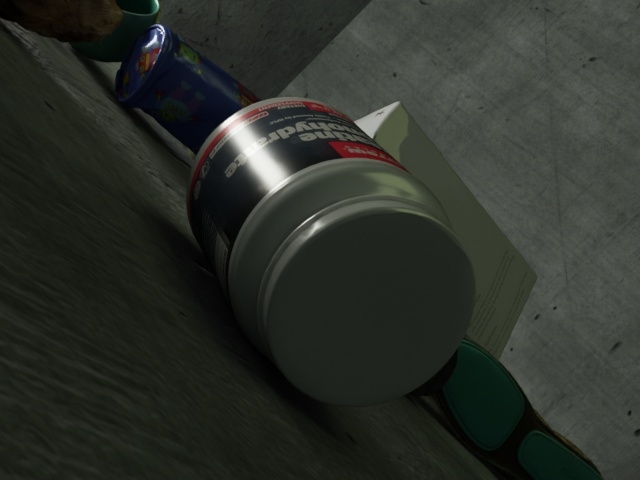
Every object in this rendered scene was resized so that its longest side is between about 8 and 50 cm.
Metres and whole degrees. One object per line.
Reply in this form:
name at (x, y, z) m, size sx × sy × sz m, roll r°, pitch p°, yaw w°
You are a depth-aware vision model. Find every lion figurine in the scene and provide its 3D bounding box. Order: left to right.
lion figurine at (-0.353, -0.306, 1.017) m, size 0.240 × 0.142 × 0.392 m, roll 53°, pitch 19°, yaw 5°

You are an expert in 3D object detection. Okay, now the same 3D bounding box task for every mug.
mug at (-0.304, -0.317, 1.439) m, size 0.129 × 0.097 × 0.158 m, roll 13°, pitch 34°, yaw -29°

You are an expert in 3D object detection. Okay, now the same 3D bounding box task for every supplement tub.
supplement tub at (0.000, 0.000, 0.883) m, size 0.191 × 0.191 × 0.272 m, roll 43°, pitch 4°, yaw -30°

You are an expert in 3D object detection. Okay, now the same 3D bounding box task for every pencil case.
pencil case at (-0.147, -0.167, 1.434) m, size 0.306 × 0.133 × 0.119 m, roll 36°, pitch 34°, yaw -35°

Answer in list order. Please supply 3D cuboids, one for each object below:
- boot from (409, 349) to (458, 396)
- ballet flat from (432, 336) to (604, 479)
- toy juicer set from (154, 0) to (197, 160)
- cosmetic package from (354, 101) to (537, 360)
boot at (0.042, 0.052, 1.389) m, size 0.338 × 0.118 × 0.223 m, roll 50°, pitch -3°, yaw -8°
ballet flat at (0.255, 0.268, 1.444) m, size 0.348 × 0.123 × 0.123 m, roll 44°, pitch 4°, yaw -10°
toy juicer set at (-0.224, -0.279, 1.576) m, size 0.329 × 0.089 × 0.209 m, roll -127°, pitch -159°, yaw -54°
cosmetic package at (0.142, 0.008, 1.581) m, size 0.156 × 0.217 × 0.385 m, roll -22°, pitch -65°, yaw 47°
